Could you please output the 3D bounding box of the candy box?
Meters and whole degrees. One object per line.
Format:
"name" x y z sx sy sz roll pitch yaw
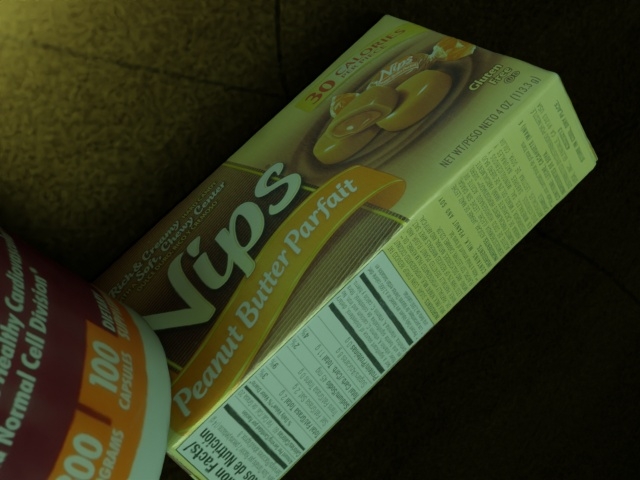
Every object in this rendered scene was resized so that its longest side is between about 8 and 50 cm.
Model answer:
"candy box" 0.000 0.000 0.675 0.316 0.183 0.087 -44 128 -8

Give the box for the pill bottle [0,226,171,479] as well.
"pill bottle" -0.278 0.043 0.484 0.224 0.224 0.392 -52 130 -2
